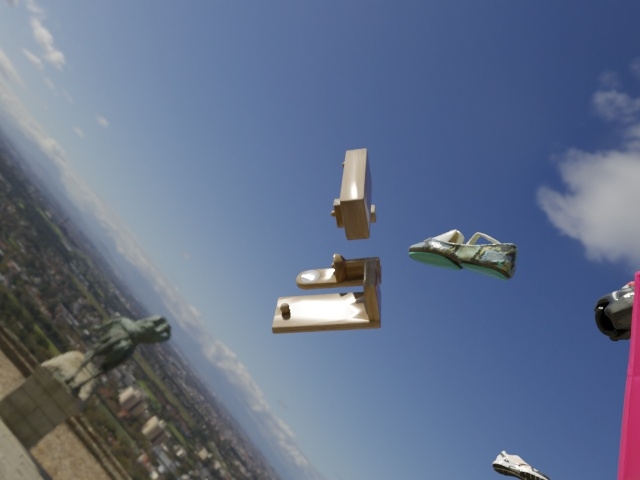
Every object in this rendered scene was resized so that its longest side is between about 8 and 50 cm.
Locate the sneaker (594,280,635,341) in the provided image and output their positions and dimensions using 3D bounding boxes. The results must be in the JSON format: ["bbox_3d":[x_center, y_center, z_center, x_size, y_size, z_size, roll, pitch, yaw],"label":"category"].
[{"bbox_3d":[0.625,0.145,1.213,0.097,0.135,0.276,64,14,18],"label":"sneaker"}]

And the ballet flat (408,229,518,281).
[{"bbox_3d":[0.221,0.017,0.916,0.189,0.070,0.070,14,-38,46],"label":"ballet flat"}]

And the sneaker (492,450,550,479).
[{"bbox_3d":[0.397,0.446,1.163,0.109,0.044,0.040,15,-51,31],"label":"sneaker"}]

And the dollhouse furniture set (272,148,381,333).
[{"bbox_3d":[0.000,0.000,0.679,0.144,0.123,0.151,-81,163,-54],"label":"dollhouse furniture set"}]

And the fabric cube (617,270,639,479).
[{"bbox_3d":[0.482,0.152,0.555,0.254,0.258,0.258,17,-19,-9],"label":"fabric cube"}]
